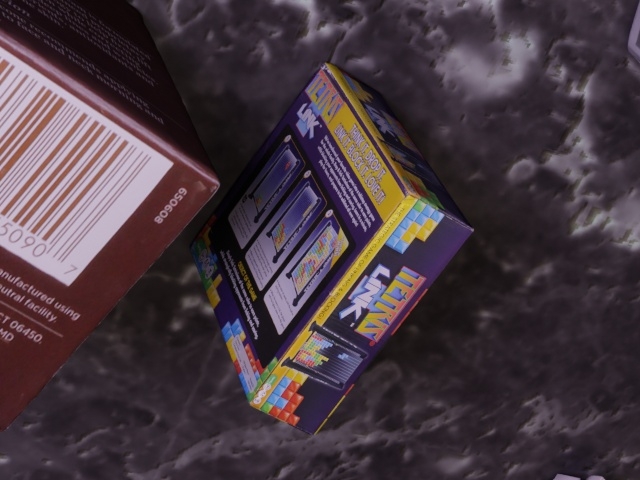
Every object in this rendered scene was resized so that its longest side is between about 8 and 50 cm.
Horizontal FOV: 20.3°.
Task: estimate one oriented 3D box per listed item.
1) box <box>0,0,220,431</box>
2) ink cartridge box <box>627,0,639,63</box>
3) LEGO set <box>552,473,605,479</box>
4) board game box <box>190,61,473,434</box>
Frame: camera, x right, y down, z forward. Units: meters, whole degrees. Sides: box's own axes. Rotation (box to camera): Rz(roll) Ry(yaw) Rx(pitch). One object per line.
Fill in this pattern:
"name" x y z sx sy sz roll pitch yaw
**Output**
"box" -0.179 -0.053 0.856 0.168 0.203 0.167 34 105 -30
"ink cartridge box" 0.324 -0.212 1.015 0.238 0.060 0.275 3 118 -18
"LEGO set" 0.205 0.255 1.241 0.227 0.093 0.087 46 67 -28
"board game box" 0.000 0.000 0.965 0.048 0.170 0.141 30 107 -28
